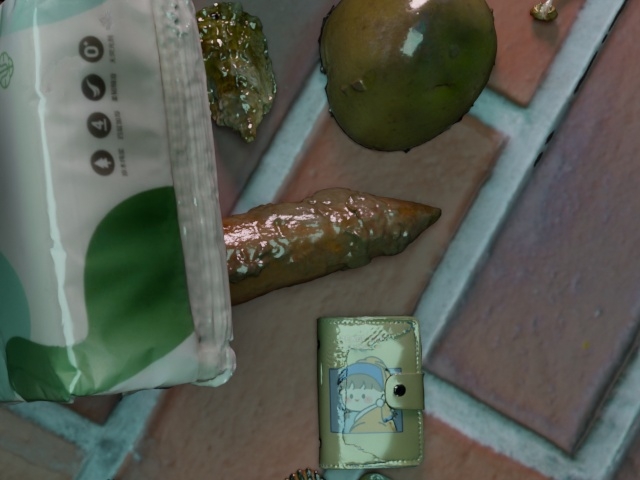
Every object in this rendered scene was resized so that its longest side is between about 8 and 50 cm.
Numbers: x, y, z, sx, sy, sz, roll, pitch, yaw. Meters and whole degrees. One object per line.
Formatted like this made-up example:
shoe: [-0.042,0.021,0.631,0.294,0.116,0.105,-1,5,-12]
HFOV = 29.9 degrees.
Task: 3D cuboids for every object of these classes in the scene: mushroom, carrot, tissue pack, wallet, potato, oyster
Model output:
mushroom: [0.353,-0.300,1.286,0.286,0.026,0.028,-25,103,-6]
carrot: [0.000,0.000,1.221,0.263,0.102,0.102,-12,87,-9]
tissue pack: [-0.219,-0.028,1.103,0.194,0.266,0.356,-5,85,-31]
wallet: [0.052,0.155,1.228,0.110,0.039,0.155,-1,87,-2]
potato: [0.093,-0.197,1.221,0.202,0.117,0.182,-41,92,-6]
oyster: [-0.101,-0.180,1.250,0.122,0.045,0.146,16,85,13]

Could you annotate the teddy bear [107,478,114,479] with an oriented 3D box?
teddy bear: [-0.262,0.306,1.186,0.160,0.078,0.119,-15,44,-17]

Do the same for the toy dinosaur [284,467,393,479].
toy dinosaur: [-0.016,0.285,1.219,0.187,0.044,0.106,-4,73,9]
